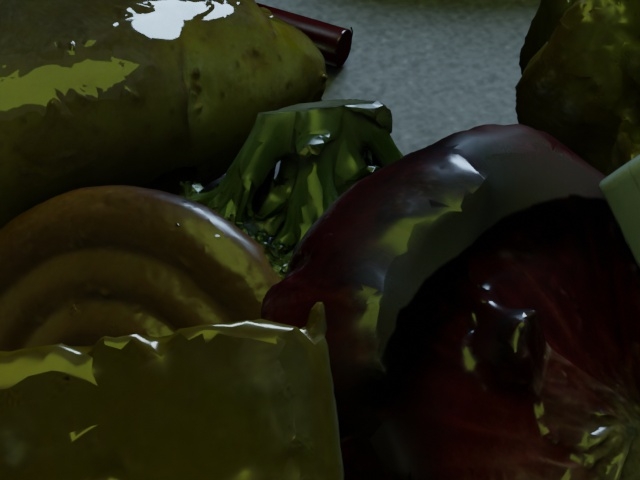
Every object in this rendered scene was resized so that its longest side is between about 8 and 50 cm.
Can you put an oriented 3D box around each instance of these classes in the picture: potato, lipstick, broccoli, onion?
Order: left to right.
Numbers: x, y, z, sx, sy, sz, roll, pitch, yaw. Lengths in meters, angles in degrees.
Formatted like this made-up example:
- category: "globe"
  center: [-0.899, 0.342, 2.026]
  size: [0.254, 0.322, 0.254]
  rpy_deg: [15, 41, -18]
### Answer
- category: "potato"
  center: [-0.143, -0.079, 1.031]
  size: [0.296, 0.141, 0.191]
  rpy_deg: [-8, 24, -17]
- category: "lipstick"
  center: [-0.065, -0.141, 1.185]
  size: [0.176, 0.027, 0.027]
  rpy_deg: [18, 47, 18]
- category: "broccoli"
  center: [0.000, 0.000, 0.972]
  size: [0.162, 0.138, 0.146]
  rpy_deg: [-4, 9, 7]
- category: "onion"
  center: [0.067, 0.092, 0.837]
  size: [0.272, 0.195, 0.272]
  rpy_deg: [14, 66, -34]

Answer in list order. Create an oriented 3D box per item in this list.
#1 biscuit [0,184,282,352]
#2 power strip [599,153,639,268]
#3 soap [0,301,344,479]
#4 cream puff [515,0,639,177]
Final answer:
- category: "biscuit"
  center: [-0.081, 0.050, 0.919]
  size: [0.224, 0.144, 0.033]
  rpy_deg: [27, 18, 18]
- category: "power strip"
  center: [0.228, 0.117, 0.798]
  size: [0.106, 0.043, 0.367]
  rpy_deg: [-3, 64, -52]
- category: "soap"
  center: [-0.125, 0.201, 0.637]
  size: [0.293, 0.156, 0.335]
  rpy_deg: [-4, 82, -6]
- category: "cream puff"
  center: [0.212, -0.068, 0.996]
  size: [0.196, 0.244, 0.244]
  rpy_deg: [-39, 49, 10]
